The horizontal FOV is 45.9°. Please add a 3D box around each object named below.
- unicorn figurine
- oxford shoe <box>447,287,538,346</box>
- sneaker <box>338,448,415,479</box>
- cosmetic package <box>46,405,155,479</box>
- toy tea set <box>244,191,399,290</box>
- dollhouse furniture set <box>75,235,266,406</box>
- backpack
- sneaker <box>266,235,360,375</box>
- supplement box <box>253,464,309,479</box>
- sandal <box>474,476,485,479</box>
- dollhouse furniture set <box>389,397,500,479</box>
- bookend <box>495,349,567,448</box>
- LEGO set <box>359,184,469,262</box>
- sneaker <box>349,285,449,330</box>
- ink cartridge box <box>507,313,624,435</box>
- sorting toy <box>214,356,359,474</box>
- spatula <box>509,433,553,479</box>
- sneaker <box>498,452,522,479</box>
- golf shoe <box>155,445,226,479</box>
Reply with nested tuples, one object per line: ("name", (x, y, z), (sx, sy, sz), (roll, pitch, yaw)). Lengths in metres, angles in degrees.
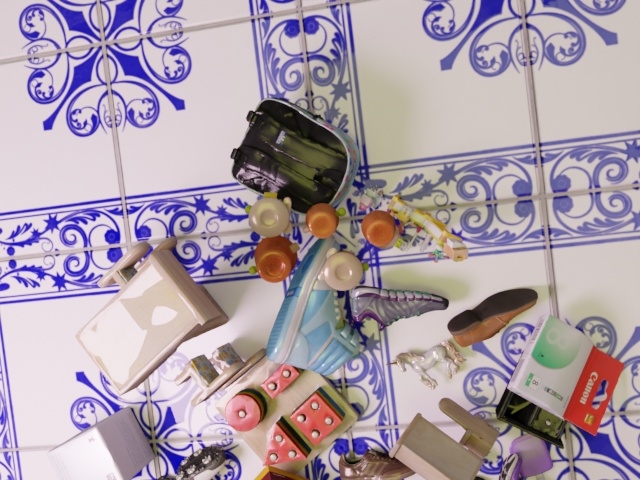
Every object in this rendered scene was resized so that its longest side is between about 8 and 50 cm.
("unicorn figurine", (0.243, 0.285, 1.737), (0.162, 0.060, 0.111), (-33, 86, -5))
("oxford shoe", (0.394, 0.174, 1.700), (0.212, 0.076, 0.076), (-27, 118, 9))
("sneaker", (0.133, 0.522, 1.762), (0.188, 0.066, 0.071), (-11, 90, 11))
("cosmetic package", (-0.527, 0.521, 1.831), (0.151, 0.183, 0.151), (-29, 87, 11))
("toy tea set", (0.000, 0.000, 1.641), (0.336, 0.124, 0.200), (6, 105, -2))
("dollhouse furniture set", (-0.297, 0.149, 1.650), (0.256, 0.394, 0.362), (-42, 82, 17))
("backpack", (-0.044, -0.178, 1.691), (0.253, 0.191, 0.225), (29, 103, 16))
("sneaker", (0.023, 0.161, 1.748), (0.208, 0.127, 0.319), (25, 82, -13))
("supplement box", (-0.107, 0.662, 1.724), (0.129, 0.194, 0.191), (30, 109, -31))
("sandal", (0.373, 0.631, 1.734), (0.067, 0.040, 0.179), (-10, 91, 12))
("dollhouse furniture set", (0.207, 0.564, 1.701), (0.174, 0.303, 0.355), (35, 129, 15))
("bookend", (0.493, 0.352, 1.679), (0.157, 0.072, 0.156), (25, 97, 8))
("LEGO set", (0.210, -0.008, 1.683), (0.287, 0.132, 0.107), (37, 106, 29))
("sneaker", (0.176, 0.160, 1.710), (0.223, 0.083, 0.098), (6, 84, 2))
("ink cartridge box", (0.540, 0.290, 1.626), (0.224, 0.056, 0.181), (29, 77, -1))
("sorting toy", (-0.090, 0.411, 1.787), (0.255, 0.089, 0.257), (-44, 85, 10))
("spatula", (0.511, 0.581, 1.693), (0.084, 0.030, 0.296), (-23, 72, 12))
("sneaker", (0.439, 0.565, 1.706), (0.071, 0.068, 0.170), (5, 93, 3))
("golf shoe", (-0.317, 0.604, 1.851), (0.273, 0.105, 0.120), (-38, 102, 17))
